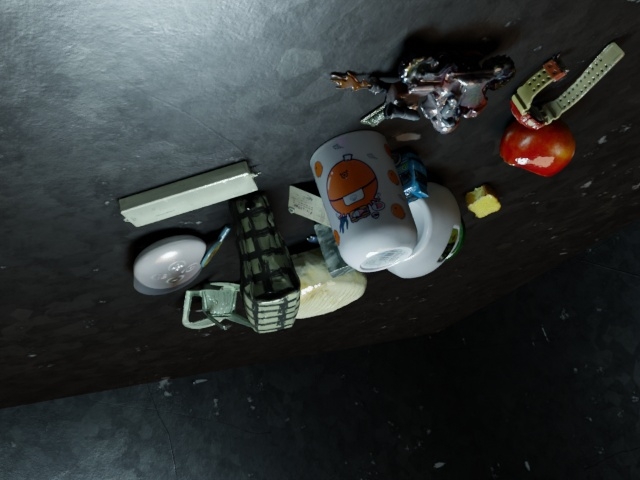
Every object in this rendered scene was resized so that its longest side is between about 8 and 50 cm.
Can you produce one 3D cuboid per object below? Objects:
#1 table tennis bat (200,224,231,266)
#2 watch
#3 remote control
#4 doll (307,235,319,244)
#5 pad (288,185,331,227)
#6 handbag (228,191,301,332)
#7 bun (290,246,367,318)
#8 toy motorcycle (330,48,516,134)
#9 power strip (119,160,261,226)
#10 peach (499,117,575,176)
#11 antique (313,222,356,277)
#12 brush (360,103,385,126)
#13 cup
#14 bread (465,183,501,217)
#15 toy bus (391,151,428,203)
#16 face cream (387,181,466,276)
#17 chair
[{"bbox_3d":[-0.316,0.018,1.827,0.155,0.019,0.100,-55,180,18],"label":"table tennis bat"},{"bbox_3d":[0.598,-0.391,1.506,0.165,0.102,0.268,0,145,-34],"label":"watch"},{"bbox_3d":[-0.458,0.078,1.839,0.221,0.103,0.332,-15,161,-24],"label":"remote control"},{"bbox_3d":[0.000,0.000,2.100,0.037,0.027,0.125,-31,152,32],"label":"doll"},{"bbox_3d":[0.028,-0.070,1.741,0.265,0.009,0.159,23,156,6],"label":"pad"},{"bbox_3d":[-0.164,0.069,1.733,0.162,0.327,0.325,-11,158,-10],"label":"handbag"},{"bbox_3d":[-0.021,0.138,2.157,0.365,0.219,0.365,-16,160,-6],"label":"bun"},{"bbox_3d":[0.223,-0.323,1.316,0.401,0.134,0.207,-4,143,-24],"label":"toy motorcycle"},{"bbox_3d":[-0.325,-0.118,1.537,0.367,0.043,0.106,-17,159,1],"label":"power strip"},{"bbox_3d":[0.597,-0.258,1.684,0.192,0.190,0.190,-33,156,7],"label":"peach"},{"bbox_3d":[0.046,0.017,1.955,0.086,0.183,0.088,-20,162,4],"label":"antique"},{"bbox_3d":[0.177,-0.321,1.430,0.190,0.027,0.034,-30,157,29],"label":"brush"},{"bbox_3d":[0.118,-0.092,1.554,0.212,0.317,0.212,-15,159,-6],"label":"cup"},{"bbox_3d":[0.570,-0.140,2.127,0.103,0.065,0.187,-25,159,25],"label":"bread"},{"bbox_3d":[0.183,-0.145,1.725,0.246,0.134,0.113,-26,158,25],"label":"toy bus"},{"bbox_3d":[0.318,-0.031,1.925,0.357,0.219,0.312,1,113,-64],"label":"face cream"},{"bbox_3d":[-0.374,0.249,2.231,0.203,0.190,0.275,5,179,-42],"label":"chair"}]
